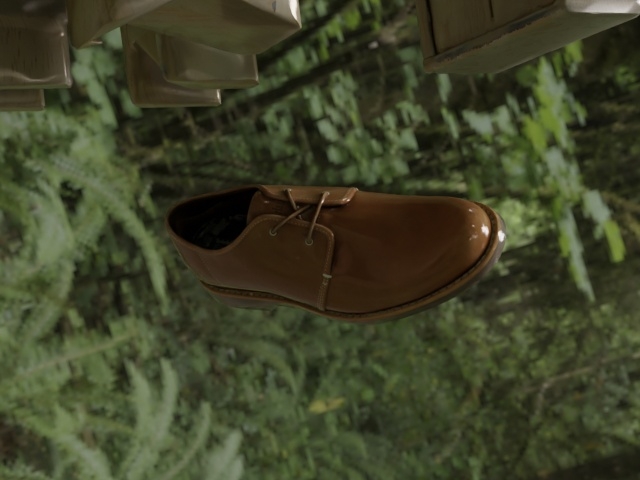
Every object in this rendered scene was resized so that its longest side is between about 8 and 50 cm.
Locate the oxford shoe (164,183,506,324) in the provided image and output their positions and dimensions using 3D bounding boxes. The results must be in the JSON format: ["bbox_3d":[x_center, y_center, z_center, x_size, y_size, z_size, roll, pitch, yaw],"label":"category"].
[{"bbox_3d":[0.000,0.000,0.699,0.076,0.212,0.076,48,48,-45],"label":"oxford shoe"}]

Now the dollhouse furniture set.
[{"bbox_3d":[-0.015,-0.244,0.749,0.362,0.394,0.257,-15,-99,59],"label":"dollhouse furniture set"}]
